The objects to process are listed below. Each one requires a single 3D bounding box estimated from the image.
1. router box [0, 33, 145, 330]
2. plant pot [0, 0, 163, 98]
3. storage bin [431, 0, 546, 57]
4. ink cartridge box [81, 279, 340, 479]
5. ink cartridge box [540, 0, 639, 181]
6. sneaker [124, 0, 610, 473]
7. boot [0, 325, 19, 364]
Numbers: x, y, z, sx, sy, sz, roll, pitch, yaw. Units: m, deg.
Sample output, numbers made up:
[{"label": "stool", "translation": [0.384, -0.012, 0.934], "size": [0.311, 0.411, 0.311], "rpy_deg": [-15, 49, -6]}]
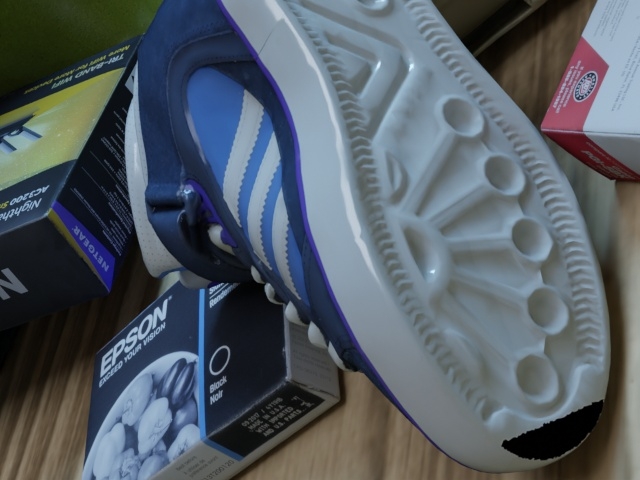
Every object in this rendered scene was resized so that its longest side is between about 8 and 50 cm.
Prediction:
[{"label": "router box", "translation": [-0.274, -0.023, 0.994], "size": [0.308, 0.081, 0.243], "rpy_deg": [-19, 34, 25]}, {"label": "plant pot", "translation": [-0.328, -0.254, 1.134], "size": [0.366, 0.353, 0.367], "rpy_deg": [-36, 37, 33]}, {"label": "storage bin", "translation": [0.077, -0.270, 0.658], "size": [0.262, 0.260, 0.123], "rpy_deg": [-38, 19, 32]}, {"label": "ink cartridge box", "translation": [-0.076, 0.064, 0.791], "size": [0.206, 0.045, 0.208], "rpy_deg": [-40, 34, 30]}, {"label": "ink cartridge box", "translation": [0.175, -0.075, 0.532], "size": [0.135, 0.056, 0.099], "rpy_deg": [13, 75, 59]}, {"label": "sneaker", "translation": [-0.001, 0.000, 0.643], "size": [0.323, 0.130, 0.236], "rpy_deg": [63, 147, 18]}, {"label": "boot", "translation": [-0.319, 0.063, 1.094], "size": [0.045, 0.099, 0.121], "rpy_deg": [-12, 53, 54]}]
